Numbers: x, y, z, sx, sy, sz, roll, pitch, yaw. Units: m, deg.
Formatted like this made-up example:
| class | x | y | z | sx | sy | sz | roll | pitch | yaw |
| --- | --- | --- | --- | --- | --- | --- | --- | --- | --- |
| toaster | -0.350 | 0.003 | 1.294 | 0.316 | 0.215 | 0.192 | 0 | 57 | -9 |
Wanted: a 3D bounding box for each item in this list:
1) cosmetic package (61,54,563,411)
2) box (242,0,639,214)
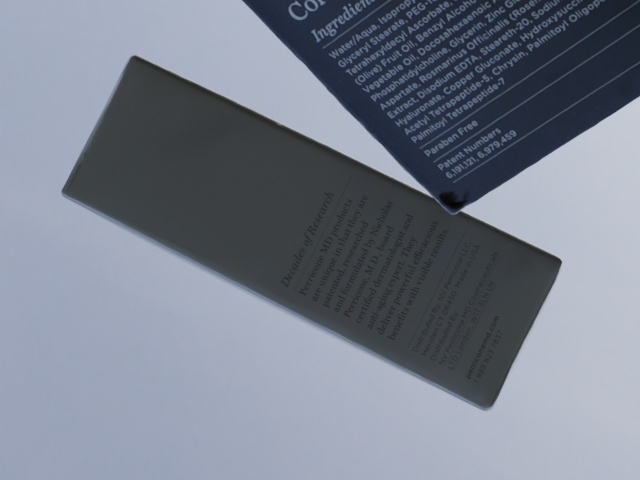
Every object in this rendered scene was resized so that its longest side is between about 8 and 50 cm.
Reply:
| class | x | y | z | sx | sy | sz | roll | pitch | yaw |
| --- | --- | --- | --- | --- | --- | --- | --- | --- | --- |
| cosmetic package | 0.000 | 0.000 | 1.439 | 0.453 | 0.230 | 0.161 | 27 | -93 | 10 |
| box | 0.051 | -0.250 | 0.774 | 0.312 | 0.179 | 0.343 | 43 | -147 | -21 |
